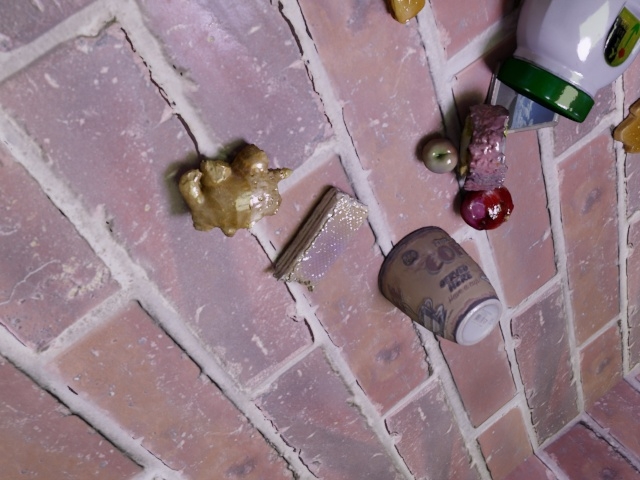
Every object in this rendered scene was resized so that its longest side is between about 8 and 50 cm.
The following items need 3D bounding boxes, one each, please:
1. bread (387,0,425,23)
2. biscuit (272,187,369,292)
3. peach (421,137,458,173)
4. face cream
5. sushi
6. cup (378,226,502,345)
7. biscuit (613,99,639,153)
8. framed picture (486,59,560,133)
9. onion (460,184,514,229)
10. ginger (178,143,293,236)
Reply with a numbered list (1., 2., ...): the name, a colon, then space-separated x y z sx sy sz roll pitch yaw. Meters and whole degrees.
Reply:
1. bread: 0.148 -0.461 1.328 0.074 0.053 0.132 -36 139 -8
2. biscuit: 0.000 0.000 1.579 0.108 0.062 0.238 25 105 -44
3. peach: 0.264 -0.187 1.619 0.083 0.083 0.083 -21 133 -24
4. face cream: 0.543 -0.447 1.517 0.313 0.219 0.356 15 110 -44
5. sushi: 0.365 -0.210 1.637 0.241 0.108 0.161 49 48 -75
6. cup: 0.327 0.138 1.801 0.301 0.257 0.227 18 113 -46
7. biscuit: 0.907 -0.348 2.016 0.212 0.041 0.238 1 122 -31
8. framed picture: 0.485 -0.342 1.711 0.260 0.023 0.188 -13 127 -29
9. onion: 0.405 -0.086 1.783 0.131 0.131 0.131 -21 133 -24
10. ginger: -0.149 -0.094 1.360 0.216 0.102 0.157 -22 110 -18
